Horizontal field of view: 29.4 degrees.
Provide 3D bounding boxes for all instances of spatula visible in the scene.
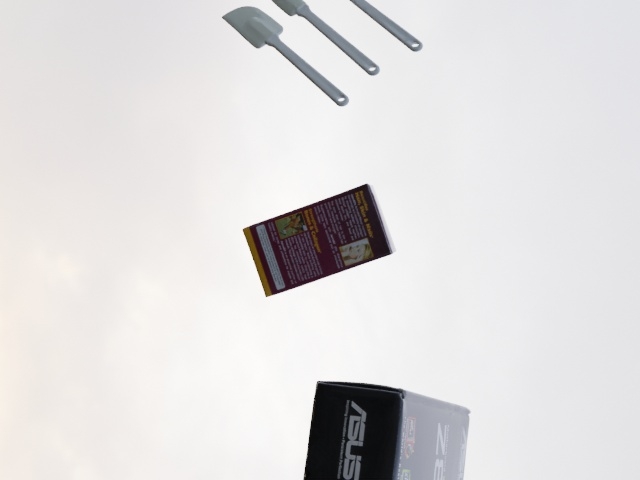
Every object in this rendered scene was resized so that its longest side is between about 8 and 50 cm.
[{"bbox_3d":[0.006,-0.272,1.534,0.242,0.168,0.019,44,-18,34],"label":"spatula"}]

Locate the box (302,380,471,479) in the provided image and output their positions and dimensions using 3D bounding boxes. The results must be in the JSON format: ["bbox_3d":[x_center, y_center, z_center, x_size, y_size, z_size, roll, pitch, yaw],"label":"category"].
[{"bbox_3d":[0.055,0.345,1.190,0.318,0.097,0.394,35,61,-70],"label":"box"}]

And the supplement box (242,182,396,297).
[{"bbox_3d":[0.000,0.000,1.691,0.081,0.188,0.104,-10,80,-82],"label":"supplement box"}]
